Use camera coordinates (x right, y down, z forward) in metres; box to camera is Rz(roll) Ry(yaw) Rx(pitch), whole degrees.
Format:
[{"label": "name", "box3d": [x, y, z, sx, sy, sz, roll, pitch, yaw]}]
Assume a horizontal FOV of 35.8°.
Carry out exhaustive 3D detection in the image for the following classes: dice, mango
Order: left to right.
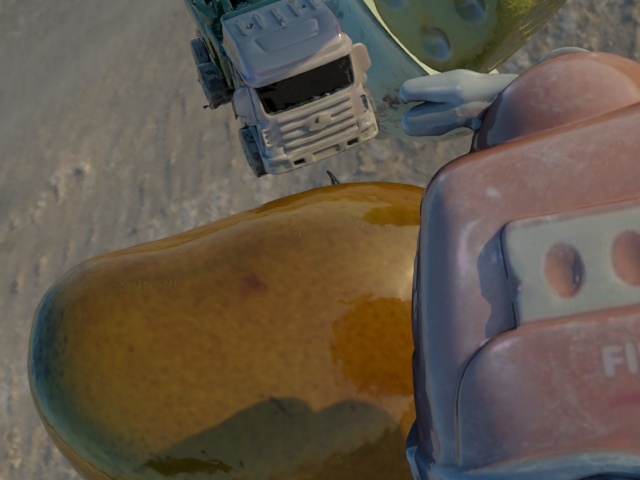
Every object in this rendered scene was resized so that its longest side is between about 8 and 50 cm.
[{"label": "mango", "box3d": [-0.012, 0.091, 0.703, 0.221, 0.377, 0.264, -164, 73, -76]}, {"label": "dice", "box3d": [0.224, -0.392, 1.422, 0.226, 0.238, 0.233, -37, -10, -30]}]

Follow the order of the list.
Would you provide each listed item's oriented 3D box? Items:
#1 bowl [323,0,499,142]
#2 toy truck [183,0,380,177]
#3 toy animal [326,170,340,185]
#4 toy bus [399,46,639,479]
[{"label": "bowl", "box3d": [0.119, -0.303, 1.710, 0.196, 0.434, 0.435, -43, 38, 26]}, {"label": "toy truck", "box3d": [-0.065, -0.229, 1.125, 0.176, 0.178, 0.363, -22, 44, -6]}, {"label": "toy animal", "box3d": [-0.015, -0.004, 1.536, 0.160, 0.197, 0.272, -9, 9, -3]}, {"label": "toy bus", "box3d": [0.172, 0.021, 0.417, 0.294, 0.197, 0.232, -11, 92, 13]}]
